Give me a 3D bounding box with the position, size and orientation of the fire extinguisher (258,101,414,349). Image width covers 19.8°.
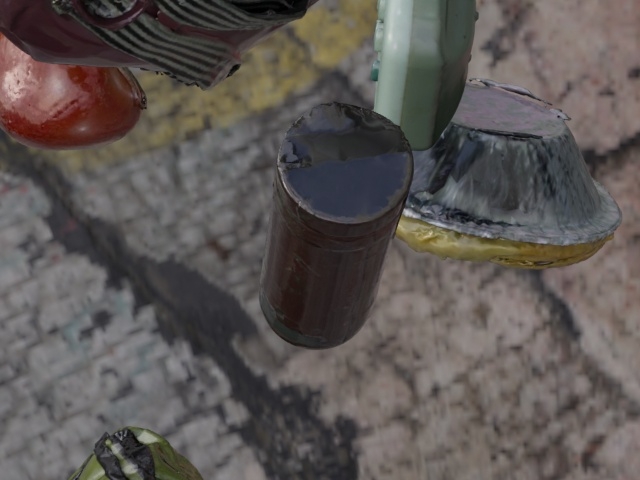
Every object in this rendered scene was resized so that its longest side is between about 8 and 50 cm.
[{"bbox_3d":[0.000,0.000,1.053,0.072,0.267,0.089,-18,71,-11],"label":"fire extinguisher"}]

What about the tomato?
[{"bbox_3d":[-0.270,-0.161,1.885,0.167,0.167,0.167,-5,50,5],"label":"tomato"}]

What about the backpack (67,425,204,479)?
[{"bbox_3d":[-0.173,0.266,1.506,0.207,0.140,0.253,-42,27,12],"label":"backpack"}]

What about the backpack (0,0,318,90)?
[{"bbox_3d":[-0.108,-0.224,1.368,0.283,0.317,0.197,-31,84,27],"label":"backpack"}]

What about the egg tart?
[{"bbox_3d":[0.108,-0.057,1.314,0.234,0.094,0.234,12,22,-5],"label":"egg tart"}]

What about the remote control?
[{"bbox_3d":[0.074,-0.222,1.208,0.065,0.128,0.335,6,59,-1],"label":"remote control"}]
